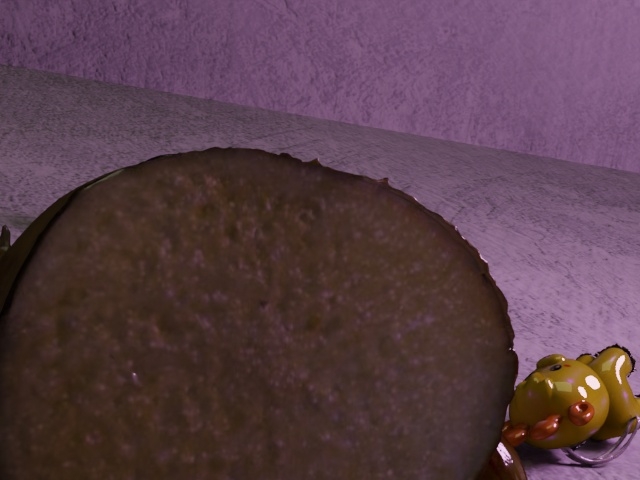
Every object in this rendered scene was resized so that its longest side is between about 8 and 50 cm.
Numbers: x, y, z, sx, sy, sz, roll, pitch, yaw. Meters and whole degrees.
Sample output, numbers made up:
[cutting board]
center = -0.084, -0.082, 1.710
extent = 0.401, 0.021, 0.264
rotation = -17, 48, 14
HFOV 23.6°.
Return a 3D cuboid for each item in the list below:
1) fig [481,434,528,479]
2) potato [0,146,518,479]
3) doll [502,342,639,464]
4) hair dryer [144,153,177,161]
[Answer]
[fig]
center = 0.161, 0.241, 1.510
extent = 0.154, 0.103, 0.109
rotation = 41, 20, 6
[potato]
center = -0.090, 0.122, 1.302
extent = 0.442, 0.385, 0.319
rotation = 4, -1, -20
[doll]
center = 0.283, 0.195, 1.751
extent = 0.143, 0.135, 0.221
rotation = -19, 0, 38
[hair dryer]
center = -0.136, -0.058, 2.348
extent = 0.284, 0.156, 0.320
rotation = 1, 5, 6
